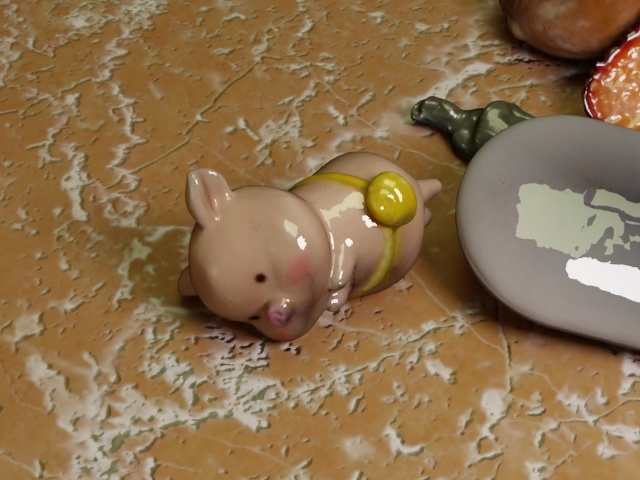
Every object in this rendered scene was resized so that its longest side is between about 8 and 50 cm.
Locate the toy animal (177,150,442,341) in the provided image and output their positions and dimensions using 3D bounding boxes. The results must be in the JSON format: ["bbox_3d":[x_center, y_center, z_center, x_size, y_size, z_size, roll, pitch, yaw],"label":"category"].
[{"bbox_3d":[0.000,-0.003,1.551,0.248,0.165,0.149,-12,41,-23],"label":"toy animal"}]

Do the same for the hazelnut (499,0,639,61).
[{"bbox_3d":[0.288,-0.280,1.831,0.214,0.176,0.214,-30,25,16],"label":"hazelnut"}]

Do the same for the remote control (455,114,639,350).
[{"bbox_3d":[0.286,-0.004,1.571,0.332,0.103,0.221,15,60,-1],"label":"remote control"}]

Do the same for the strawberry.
[{"bbox_3d":[0.381,-0.166,1.759,0.236,0.111,0.190,-18,88,6],"label":"strawberry"}]

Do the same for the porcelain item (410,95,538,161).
[{"bbox_3d":[0.189,-0.103,1.725,0.216,0.069,0.081,25,61,28],"label":"porcelain item"}]
